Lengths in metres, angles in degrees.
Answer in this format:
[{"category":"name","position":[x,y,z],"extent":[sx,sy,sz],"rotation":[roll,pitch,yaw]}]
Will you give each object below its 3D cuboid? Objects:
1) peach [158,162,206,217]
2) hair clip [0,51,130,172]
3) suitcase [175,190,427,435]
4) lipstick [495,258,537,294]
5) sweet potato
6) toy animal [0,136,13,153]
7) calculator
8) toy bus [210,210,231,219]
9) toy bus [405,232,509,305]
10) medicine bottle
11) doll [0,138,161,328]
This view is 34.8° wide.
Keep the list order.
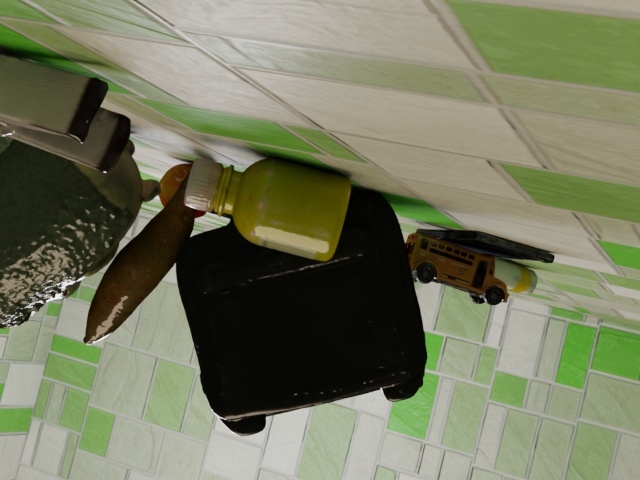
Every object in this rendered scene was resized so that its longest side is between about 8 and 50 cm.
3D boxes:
[{"category":"peach","position":[-0.225,-0.085,1.730],"extent":[0.100,0.101,0.101],"rotation":[14,177,1]},{"category":"hair clip","position":[-0.363,-0.164,1.090],"extent":[0.330,0.085,0.101],"rotation":[20,176,18]},{"category":"suitcase","position":[-0.025,0.097,1.538],"extent":[0.345,0.339,0.188],"rotation":[-14,173,8]},{"category":"lipstick","position":[0.335,0.057,2.044],"extent":[0.264,0.059,0.059],"rotation":[18,175,-40]},{"category":"sweet potato","position":[-0.262,0.016,1.560],"extent":[0.079,0.346,0.108],"rotation":[38,172,-21]},{"category":"toy animal","position":[-0.545,-0.133,1.779],"extent":[0.208,0.154,0.325],"rotation":[20,-177,22]},{"category":"calculator","position":[0.284,0.010,1.804],"extent":[0.161,0.021,0.261],"rotation":[16,176,-20]},{"category":"toy bus","position":[-0.102,-0.060,1.845],"extent":[0.236,0.079,0.094],"rotation":[16,-168,-33]},{"category":"toy bus","position":[0.237,0.051,1.773],"extent":[0.194,0.088,0.083],"rotation":[18,176,-12]},{"category":"medicine bottle","position":[-0.074,-0.053,1.381],"extent":[0.212,0.122,0.122],"rotation":[15,177,-3]},{"category":"doll","position":[-0.406,-0.020,1.507],"extent":[0.247,0.349,0.247],"rotation":[46,-172,-8]}]
